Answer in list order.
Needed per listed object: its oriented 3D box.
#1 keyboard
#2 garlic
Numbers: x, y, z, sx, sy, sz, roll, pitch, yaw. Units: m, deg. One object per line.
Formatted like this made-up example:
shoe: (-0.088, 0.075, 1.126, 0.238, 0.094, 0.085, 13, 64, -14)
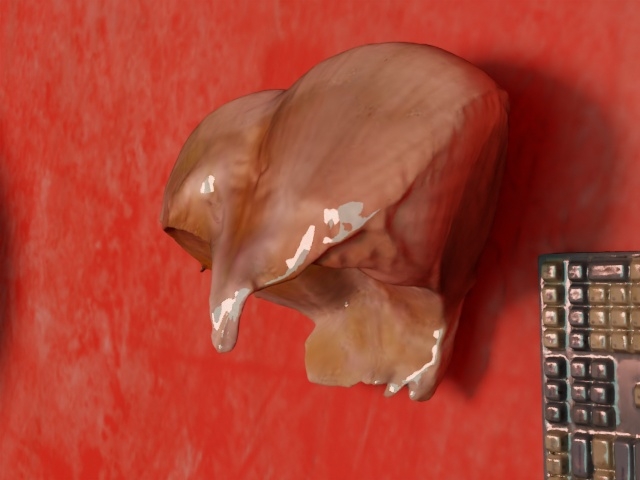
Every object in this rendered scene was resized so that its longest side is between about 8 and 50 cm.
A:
keyboard: (0.096, 0.091, 0.377, 0.055, 0.014, 0.176, -2, 88, 45)
garlic: (-0.004, -0.012, 0.434, 0.174, 0.099, 0.124, 3, 77, 49)
